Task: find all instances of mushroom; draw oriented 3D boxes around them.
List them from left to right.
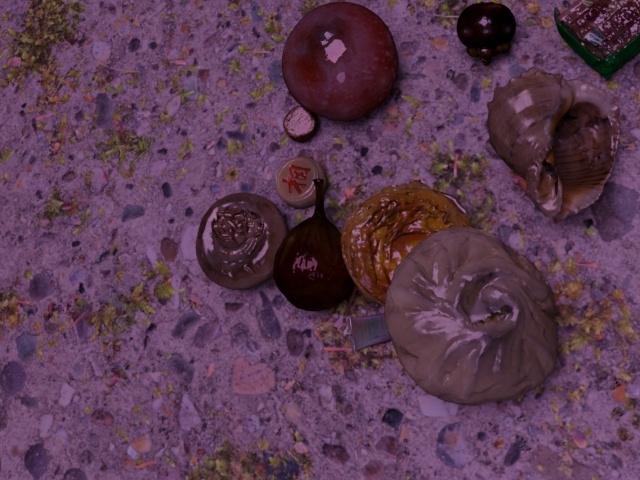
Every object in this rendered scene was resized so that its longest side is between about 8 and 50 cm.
[{"bbox_3d":[-0.181,0.001,1.948,0.227,0.178,0.226,-2,80,14],"label":"mushroom"}]

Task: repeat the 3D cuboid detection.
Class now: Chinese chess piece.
[{"bbox_3d":[-0.045,-0.136,1.999,0.122,0.051,0.122,-6,74,21],"label":"Chinese chess piece"}]

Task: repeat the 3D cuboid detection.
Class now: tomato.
[{"bbox_3d":[0.041,-0.412,1.945,0.270,0.227,0.270,-5,73,18],"label":"tomato"}]

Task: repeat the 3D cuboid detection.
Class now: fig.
[{"bbox_3d":[-0.032,0.010,1.876,0.191,0.191,0.290,-25,71,14],"label":"fig"}]

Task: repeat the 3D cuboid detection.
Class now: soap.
[{"bbox_3d":[0.651,-0.482,1.785,0.273,0.098,0.218,-40,64,8],"label":"soap"}]

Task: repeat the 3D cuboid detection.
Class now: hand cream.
[{"bbox_3d":[0.138,0.184,1.842,0.174,0.047,0.076,-17,70,26],"label":"hand cream"}]

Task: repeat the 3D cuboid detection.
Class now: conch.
[{"bbox_3d":[0.472,-0.201,1.740,0.263,0.186,0.324,-4,86,4],"label":"conch"}]

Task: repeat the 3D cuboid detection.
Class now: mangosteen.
[{"bbox_3d":[0.365,-0.455,1.890,0.140,0.140,0.140,-6,73,21],"label":"mangosteen"}]

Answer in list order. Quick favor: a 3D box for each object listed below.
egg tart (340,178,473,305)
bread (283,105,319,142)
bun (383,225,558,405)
[{"bbox_3d":[0.187,0.013,1.817,0.297,0.132,0.297,1,84,-6],"label":"egg tart"},{"bbox_3d":[-0.045,-0.275,2.038,0.085,0.053,0.085,-1,84,14],"label":"bread"},{"bbox_3d":[0.295,0.150,1.647,0.360,0.211,0.359,0,82,2],"label":"bun"}]
